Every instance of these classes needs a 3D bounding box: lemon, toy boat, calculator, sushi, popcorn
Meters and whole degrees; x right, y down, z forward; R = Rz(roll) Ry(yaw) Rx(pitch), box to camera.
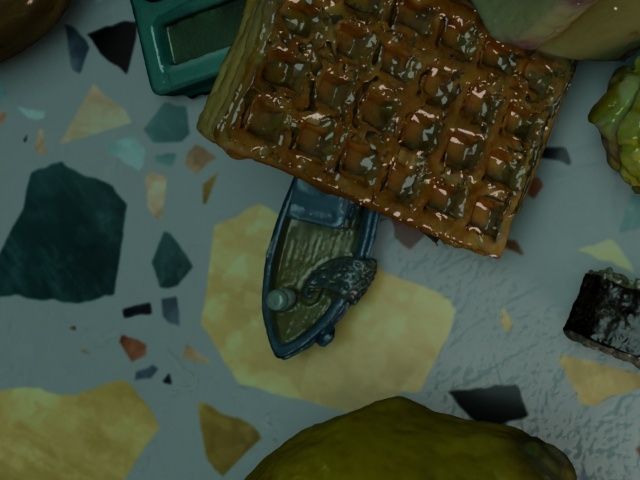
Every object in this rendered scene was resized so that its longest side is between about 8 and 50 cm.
[{"bbox_3d":[0.073,0.308,1.193,0.387,0.350,0.350,-44,78,16],"label":"lemon"},{"bbox_3d":[0.000,0.000,1.356,0.109,0.098,0.238,16,91,16],"label":"toy boat"},{"bbox_3d":[-0.088,-0.288,1.370,0.248,0.058,0.274,-14,89,31],"label":"calculator"},{"bbox_3d":[0.299,0.079,1.287,0.150,0.090,0.078,23,88,15],"label":"sushi"},{"bbox_3d":[0.308,-0.102,1.277,0.126,0.125,0.145,-10,68,33],"label":"popcorn"}]

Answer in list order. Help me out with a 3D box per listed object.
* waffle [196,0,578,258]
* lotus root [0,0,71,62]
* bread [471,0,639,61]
[{"bbox_3d":[0.061,-0.128,1.266,0.308,0.091,0.213,22,88,-24],"label":"waffle"},{"bbox_3d":[-0.332,-0.266,1.407,0.309,0.183,0.183,-20,82,10],"label":"lotus root"},{"bbox_3d":[0.290,-0.294,1.179,0.338,0.187,0.155,-39,57,41],"label":"bread"}]
